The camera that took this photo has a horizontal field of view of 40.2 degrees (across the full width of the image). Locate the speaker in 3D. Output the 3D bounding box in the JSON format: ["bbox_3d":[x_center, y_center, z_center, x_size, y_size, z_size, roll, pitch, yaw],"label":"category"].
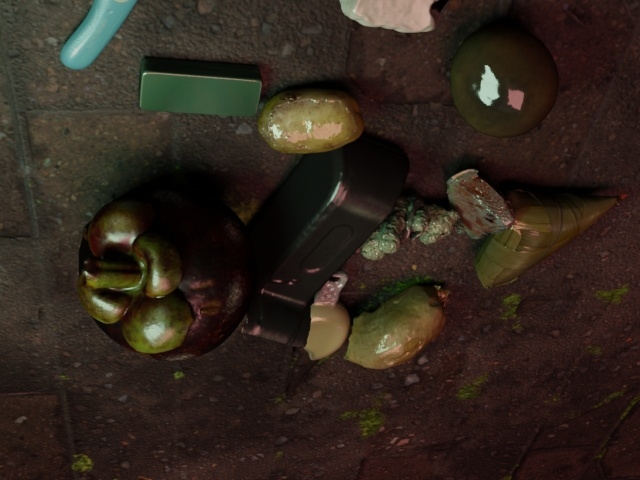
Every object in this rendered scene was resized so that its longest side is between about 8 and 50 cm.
[{"bbox_3d":[0.000,0.000,1.562,0.180,0.184,0.388,17,131,-29],"label":"speaker"}]

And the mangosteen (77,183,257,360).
[{"bbox_3d":[-0.267,0.054,1.443,0.307,0.306,0.347,-25,175,14],"label":"mangosteen"}]

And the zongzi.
[{"bbox_3d":[0.444,-0.009,1.731,0.256,0.115,0.228,-8,144,-21],"label":"zongzi"}]

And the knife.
[{"bbox_3d":[-0.308,-0.323,1.237,0.064,0.031,0.222,17,135,-34],"label":"knife"}]

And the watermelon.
[{"bbox_3d":[0.311,-0.062,1.622,0.071,0.139,0.187,-44,140,-14],"label":"watermelon"}]

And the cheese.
[{"bbox_3d":[0.014,0.154,1.829,0.163,0.070,0.249,21,129,-32],"label":"cheese"}]

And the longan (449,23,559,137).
[{"bbox_3d":[0.287,-0.249,1.375,0.167,0.167,0.187,-28,116,17],"label":"longan"}]

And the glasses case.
[{"bbox_3d":[-0.187,-0.237,1.356,0.184,0.039,0.077,2,137,-15],"label":"glasses case"}]

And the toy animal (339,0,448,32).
[{"bbox_3d":[0.099,-0.396,1.160,0.204,0.156,0.208,4,121,-13],"label":"toy animal"}]

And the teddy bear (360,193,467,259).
[{"bbox_3d":[0.168,-0.038,1.635,0.213,0.111,0.133,-15,178,-30],"label":"teddy bear"}]

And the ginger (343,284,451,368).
[{"bbox_3d":[0.164,0.183,1.840,0.267,0.152,0.138,-23,140,4],"label":"ginger"}]

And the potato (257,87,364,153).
[{"bbox_3d":[-0.016,-0.193,1.409,0.171,0.080,0.107,-7,117,4],"label":"potato"}]
